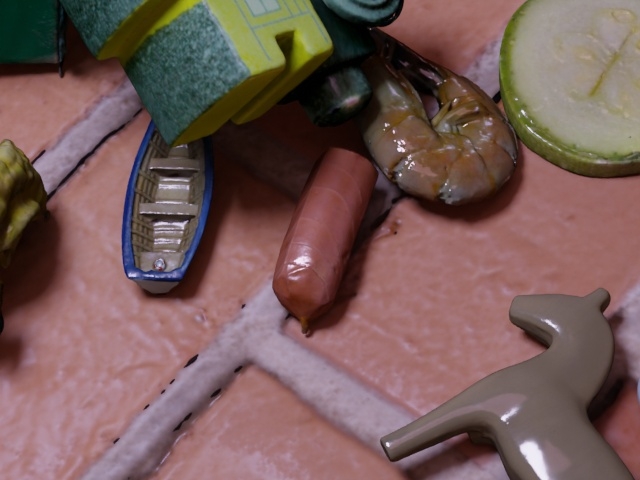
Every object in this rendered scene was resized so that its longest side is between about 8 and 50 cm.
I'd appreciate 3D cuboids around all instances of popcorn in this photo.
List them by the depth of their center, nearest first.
[{"bbox_3d":[-0.330,-0.001,1.542,0.173,0.168,0.195,7,94,-9],"label":"popcorn"}]

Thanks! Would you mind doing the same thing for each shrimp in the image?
[{"bbox_3d":[0.084,-0.133,1.639,0.145,0.061,0.267,-24,52,-24],"label":"shrimp"}]

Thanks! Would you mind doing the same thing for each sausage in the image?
[{"bbox_3d":[-0.001,0.000,1.560,0.065,0.065,0.169,12,59,12],"label":"sausage"}]

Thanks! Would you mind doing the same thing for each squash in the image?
[{"bbox_3d":[0.276,-0.158,1.648,0.219,0.041,0.219,-2,57,4],"label":"squash"}]

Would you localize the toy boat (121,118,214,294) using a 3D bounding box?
[{"bbox_3d":[-0.136,-0.054,1.613,0.080,0.046,0.229,1,57,6],"label":"toy boat"}]

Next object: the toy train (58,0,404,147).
[{"bbox_3d":[-0.121,-0.285,1.550,0.272,0.179,0.442,-24,81,-45],"label":"toy train"}]

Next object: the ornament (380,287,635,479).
[{"bbox_3d":[0.176,0.155,1.442,0.245,0.061,0.230,-26,57,-11],"label":"ornament"}]

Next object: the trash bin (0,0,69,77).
[{"bbox_3d":[-0.426,-0.284,1.672,0.381,0.295,0.259,5,61,-7],"label":"trash bin"}]

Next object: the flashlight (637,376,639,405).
[{"bbox_3d":[0.327,0.176,1.424,0.093,0.047,0.200,-24,59,-10],"label":"flashlight"}]
